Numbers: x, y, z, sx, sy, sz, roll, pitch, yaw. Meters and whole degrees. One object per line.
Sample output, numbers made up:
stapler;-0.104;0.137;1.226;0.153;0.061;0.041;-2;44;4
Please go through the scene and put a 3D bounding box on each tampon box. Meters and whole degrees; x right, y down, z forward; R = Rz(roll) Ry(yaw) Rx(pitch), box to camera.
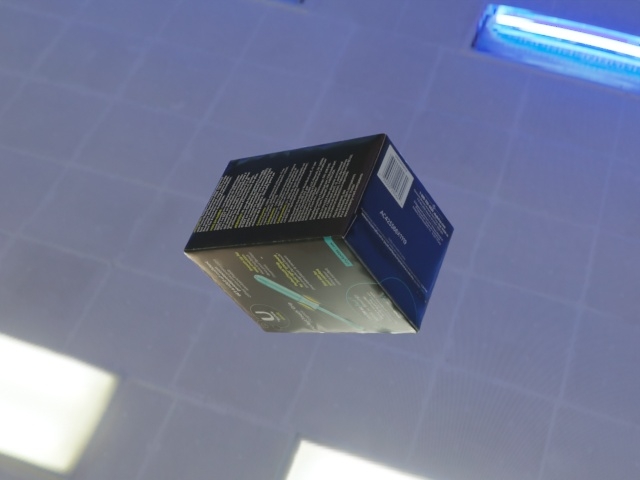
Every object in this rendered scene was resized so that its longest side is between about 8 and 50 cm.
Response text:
tampon box;0.000;0.000;0.777;0.161;0.120;0.101;-4;-131;39
